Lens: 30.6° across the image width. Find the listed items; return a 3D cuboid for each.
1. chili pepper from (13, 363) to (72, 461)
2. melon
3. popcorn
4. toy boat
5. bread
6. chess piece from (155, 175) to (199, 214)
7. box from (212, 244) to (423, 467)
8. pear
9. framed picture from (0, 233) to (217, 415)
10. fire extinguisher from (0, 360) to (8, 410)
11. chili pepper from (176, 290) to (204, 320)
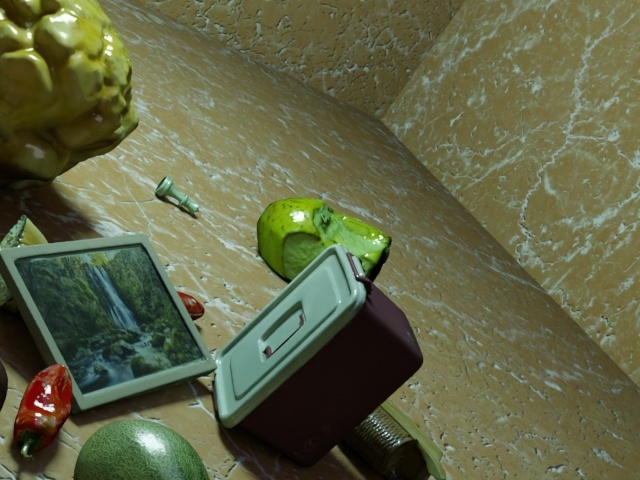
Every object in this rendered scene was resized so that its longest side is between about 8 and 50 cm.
[{"bbox_3d":[-0.323,0.197,1.360,0.059,0.050,0.191,43,21,-16],"label":"chili pepper"},{"bbox_3d":[-0.196,0.266,1.276,0.139,0.139,0.192,18,10,-45],"label":"melon"},{"bbox_3d":[-0.470,-0.262,1.842,0.390,0.354,0.344,40,25,22],"label":"popcorn"},{"bbox_3d":[0.076,0.288,1.837,0.310,0.089,0.115,43,21,23],"label":"toy boat"},{"bbox_3d":[-0.401,0.040,1.591,0.094,0.083,0.157,23,35,-43],"label":"bread"},{"bbox_3d":[-0.273,-0.082,2.274,0.093,0.042,0.042,38,15,-16],"label":"chess piece"},{"bbox_3d":[-0.001,0.173,1.684,0.167,0.294,0.193,41,14,-22],"label":"box"},{"bbox_3d":[0.000,0.000,2.371,0.255,0.164,0.238,34,19,-2],"label":"pear"},{"bbox_3d":[-0.284,0.103,1.598,0.240,0.020,0.324,61,26,12],"label":"framed picture"},{"bbox_3d":[-0.378,0.212,1.100,0.136,0.114,0.337,23,19,-8],"label":"fire extinguisher"},{"bbox_3d":[-0.230,0.103,1.806,0.088,0.065,0.169,44,15,25],"label":"chili pepper"}]
